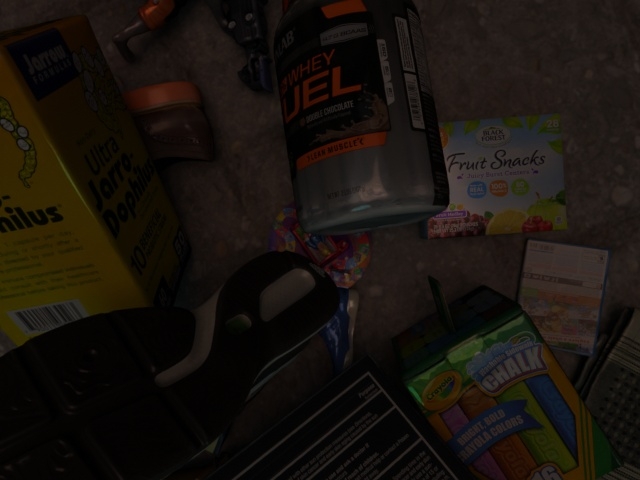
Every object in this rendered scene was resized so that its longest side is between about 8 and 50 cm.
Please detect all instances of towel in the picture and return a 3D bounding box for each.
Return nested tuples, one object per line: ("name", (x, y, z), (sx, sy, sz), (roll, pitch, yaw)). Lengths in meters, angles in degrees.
("towel", (0.541, 0.295, 0.649), (0.323, 0.056, 0.313), (27, 94, -1))

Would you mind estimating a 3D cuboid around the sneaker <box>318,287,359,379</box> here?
("sneaker", (0.010, 0.148, 0.651), (0.084, 0.058, 0.152), (7, 87, -4))

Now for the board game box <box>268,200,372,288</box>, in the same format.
("board game box", (0.000, 0.000, 0.650), (0.168, 0.033, 0.134), (9, 78, 2))

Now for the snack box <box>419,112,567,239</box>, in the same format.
("snack box", (0.255, -0.094, 0.637), (0.206, 0.070, 0.175), (-3, 91, 1))

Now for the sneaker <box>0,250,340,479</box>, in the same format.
("sneaker", (-0.168, 0.193, 0.483), (0.169, 0.447, 0.258), (43, 128, 20))

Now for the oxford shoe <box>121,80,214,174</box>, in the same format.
("oxford shoe", (-0.342, -0.123, 0.630), (0.362, 0.130, 0.133), (-18, 96, 2))

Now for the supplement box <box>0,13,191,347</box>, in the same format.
("supplement box", (-0.326, -0.052, 0.511), (0.195, 0.194, 0.357), (-11, 126, 2))

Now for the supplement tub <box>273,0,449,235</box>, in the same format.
("supplement tub", (0.048, -0.187, 0.567), (0.206, 0.207, 0.339), (-9, 84, 2))

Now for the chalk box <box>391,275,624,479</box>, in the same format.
("chalk box", (0.219, 0.186, 0.581), (0.179, 0.180, 0.289), (-33, 88, 7))

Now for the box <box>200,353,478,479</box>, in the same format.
("box", (0.041, 0.358, 0.493), (0.296, 0.183, 0.294), (-32, 55, -17))

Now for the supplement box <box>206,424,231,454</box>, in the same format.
("supplement box", (-0.181, 0.276, 0.660), (0.083, 0.056, 0.084), (22, 91, 1))

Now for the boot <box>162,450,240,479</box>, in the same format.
("boot", (-0.164, 0.378, 0.651), (0.304, 0.112, 0.115), (16, 74, -4))

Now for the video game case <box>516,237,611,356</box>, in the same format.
("video game case", (0.375, 0.087, 0.650), (0.119, 0.015, 0.167), (9, 91, 14))

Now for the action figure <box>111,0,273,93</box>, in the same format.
("action figure", (-0.181, -0.382, 0.600), (0.329, 0.178, 0.342), (-17, 88, 11))
